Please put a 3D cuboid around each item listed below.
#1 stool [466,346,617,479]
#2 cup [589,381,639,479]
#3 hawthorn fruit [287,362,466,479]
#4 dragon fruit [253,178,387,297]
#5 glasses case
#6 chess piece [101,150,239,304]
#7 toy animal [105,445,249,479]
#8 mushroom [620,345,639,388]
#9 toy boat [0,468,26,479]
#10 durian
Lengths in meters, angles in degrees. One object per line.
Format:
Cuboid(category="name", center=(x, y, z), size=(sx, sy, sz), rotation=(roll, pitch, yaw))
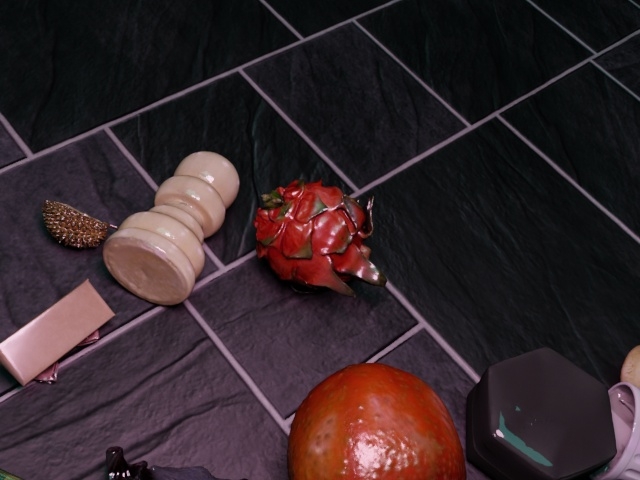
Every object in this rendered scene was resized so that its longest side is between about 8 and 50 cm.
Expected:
Cuboid(category="stool", center=(0.353, 0.300, 1.256), size=(0.232, 0.141, 0.232), rotation=(6, 54, -8))
Cuboid(category="cup", center=(0.550, 0.368, 1.264), size=(0.202, 0.221, 0.167), rotation=(21, 20, 1))
Cuboid(category="hawthorn fruit", center=(0.078, 0.310, 1.124), size=(0.275, 0.275, 0.300), rotation=(9, 41, -5))
Cuboid(category="dragon fruit", center=(0.000, 0.000, 1.372), size=(0.274, 0.193, 0.192), rotation=(36, 57, -15))
Cuboid(category="glasses case", center=(-0.428, 0.161, 1.254), size=(0.193, 0.070, 0.102), rotation=(-42, 99, -34))
Cuboid(category="chess piece", center=(-0.242, -0.045, 1.379), size=(0.167, 0.167, 0.300), rotation=(23, 50, 5))
Cuboid(category="toy animal", center=(-0.207, 0.356, 1.123), size=(0.210, 0.117, 0.121), rotation=(-1, 49, -10))
Cuboid(category="mushroom", center=(0.593, 0.245, 1.360), size=(0.148, 0.112, 0.148), rotation=(2, 85, -23))
Cuboid(category="toy boat", center=(-0.420, 0.385, 1.089), size=(0.210, 0.052, 0.104), rotation=(21, 23, 5))
Cuboid(category="durian", center=(-0.432, -0.021, 1.368), size=(0.140, 0.110, 0.071), rotation=(19, 88, -11))
